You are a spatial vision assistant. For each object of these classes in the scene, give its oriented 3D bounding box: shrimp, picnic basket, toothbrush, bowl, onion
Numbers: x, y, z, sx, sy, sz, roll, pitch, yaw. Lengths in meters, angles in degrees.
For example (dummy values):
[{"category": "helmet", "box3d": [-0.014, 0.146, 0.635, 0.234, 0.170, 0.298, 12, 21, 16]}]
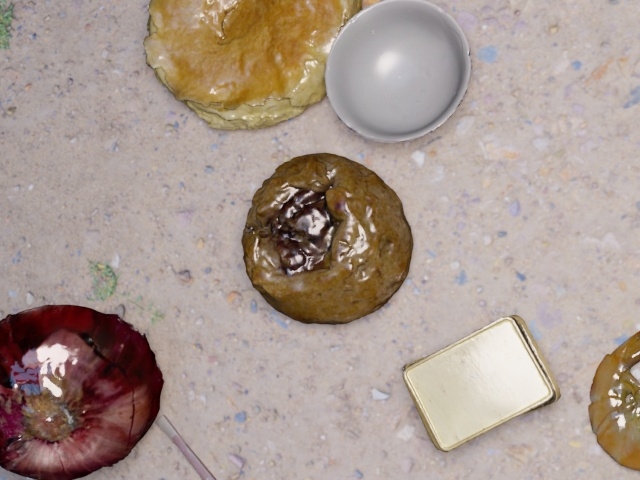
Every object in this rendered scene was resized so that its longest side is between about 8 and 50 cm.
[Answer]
[{"category": "shrimp", "box3d": [0.400, 0.155, 0.958, 0.133, 0.053, 0.236, 35, 98, 39]}, {"category": "picnic basket", "box3d": [0.192, 0.171, 0.996, 0.164, 0.079, 0.115, -28, 74, 12]}, {"category": "toothbrush", "box3d": [-0.159, 0.313, 1.122, 0.014, 0.017, 0.194, -44, 70, 2]}, {"category": "bowl", "box3d": [0.108, -0.208, 1.071, 0.189, 0.086, 0.189, -2, 83, 19]}, {"category": "onion", "box3d": [-0.342, 0.191, 1.104, 0.252, 0.219, 0.252, -5, 111, -12]}]

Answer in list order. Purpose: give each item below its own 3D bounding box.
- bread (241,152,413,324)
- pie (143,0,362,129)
[{"category": "bread", "box3d": [0.000, 0.000, 1.060, 0.230, 0.123, 0.230, -1, 85, 17]}, {"category": "pie", "box3d": [-0.098, -0.317, 1.152, 0.340, 0.083, 0.339, -3, 80, 15]}]
